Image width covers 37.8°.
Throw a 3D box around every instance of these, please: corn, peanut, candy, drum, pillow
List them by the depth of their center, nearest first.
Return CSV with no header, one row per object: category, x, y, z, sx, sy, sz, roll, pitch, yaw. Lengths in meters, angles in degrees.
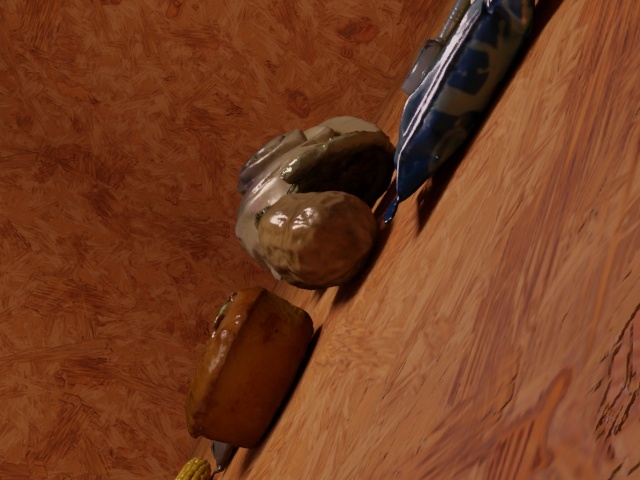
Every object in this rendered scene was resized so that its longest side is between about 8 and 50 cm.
candy,0.152,-0.170,1.007,0.331,0.077,0.187,-59,-3,20
peanut,-0.009,-0.001,1.330,0.291,0.159,0.143,154,123,-84
pillow,-0.167,0.335,1.760,0.169,0.059,0.255,-64,4,-3
drum,0.231,-0.381,1.764,0.253,0.049,0.130,-60,3,26
corn,-0.247,0.468,1.778,0.067,0.067,0.206,-61,0,8

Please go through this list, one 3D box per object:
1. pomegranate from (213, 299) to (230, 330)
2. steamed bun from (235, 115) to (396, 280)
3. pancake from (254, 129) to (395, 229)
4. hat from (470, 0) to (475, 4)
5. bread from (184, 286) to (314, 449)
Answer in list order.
pomegranate,-0.114,0.175,1.794,0.220,0.156,0.156,9,66,53
steamed bun,-0.033,-0.090,1.728,0.347,0.237,0.394,-59,3,22
pancake,0.015,-0.080,1.457,0.253,0.037,0.254,-25,-27,-14
hat,0.265,-0.378,1.252,0.166,0.144,0.173,-81,-23,-76
bread,-0.113,0.192,1.400,0.268,0.145,0.268,-155,90,-88
